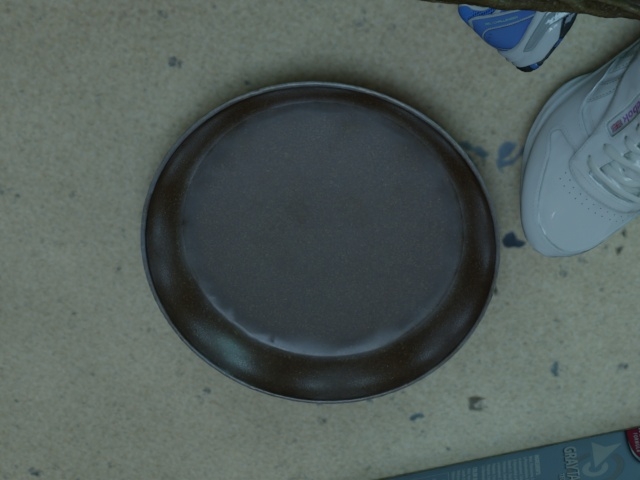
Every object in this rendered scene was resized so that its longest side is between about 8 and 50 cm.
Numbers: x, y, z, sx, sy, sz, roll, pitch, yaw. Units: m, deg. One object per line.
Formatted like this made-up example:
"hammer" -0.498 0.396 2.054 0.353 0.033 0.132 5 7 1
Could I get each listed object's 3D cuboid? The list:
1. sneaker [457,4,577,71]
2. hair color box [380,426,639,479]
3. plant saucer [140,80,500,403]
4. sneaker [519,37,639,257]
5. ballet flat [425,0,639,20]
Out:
"sneaker" 0.184 -0.228 1.097 0.081 0.080 0.211 29 118 -8
"hair color box" 0.219 0.301 1.345 0.375 0.113 0.185 -14 114 11
"plant saucer" 0.000 0.000 1.249 0.311 0.050 0.310 2 118 4
"sneaker" 0.257 -0.096 1.121 0.114 0.152 0.305 30 117 -12
"ballet flat" 0.180 -0.196 0.985 0.342 0.124 0.116 -3 86 -19
